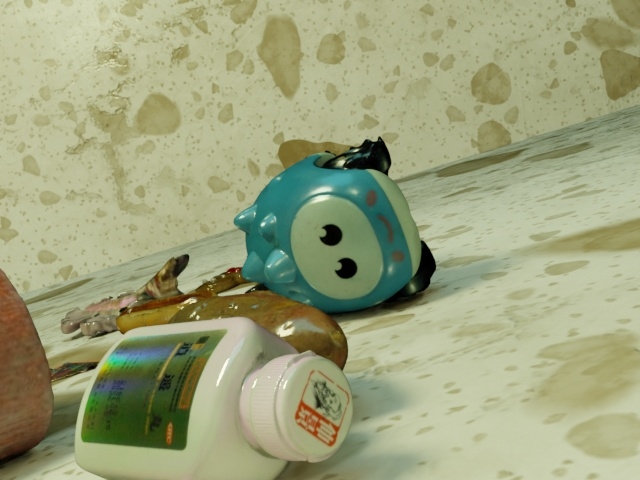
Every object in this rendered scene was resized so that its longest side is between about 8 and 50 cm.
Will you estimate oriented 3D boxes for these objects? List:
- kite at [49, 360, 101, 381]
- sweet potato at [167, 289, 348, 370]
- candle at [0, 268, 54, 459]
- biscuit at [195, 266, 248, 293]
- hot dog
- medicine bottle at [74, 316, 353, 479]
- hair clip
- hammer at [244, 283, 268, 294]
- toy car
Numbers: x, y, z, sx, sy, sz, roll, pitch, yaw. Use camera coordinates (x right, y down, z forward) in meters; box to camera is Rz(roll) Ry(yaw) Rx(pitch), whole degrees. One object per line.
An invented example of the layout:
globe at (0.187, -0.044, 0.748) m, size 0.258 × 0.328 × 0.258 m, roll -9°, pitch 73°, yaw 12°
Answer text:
kite at (-0.367, 0.184, 1.137) m, size 0.190 × 0.010 × 0.159 m, roll -18°, pitch 7°, yaw -2°
sweet potato at (-0.095, 0.101, 0.755) m, size 0.109 × 0.109 × 0.385 m, roll -21°, pitch 4°, yaw -31°
candle at (-0.387, 0.088, 0.842) m, size 0.131 × 0.287 × 0.317 m, roll -16°, pitch 1°, yaw -44°
biscuit at (-0.139, 0.058, 1.536) m, size 0.205 × 0.031 × 0.138 m, roll -23°, pitch 9°, yaw -35°
hot dog at (-0.214, 0.109, 1.180) m, size 0.188 × 0.055 × 0.072 m, roll -13°, pitch 5°, yaw 34°
medicine bottle at (-0.076, 0.112, 0.570) m, size 0.219 × 0.078 × 0.115 m, roll -11°, pitch 51°, yaw 44°
hair clip at (-0.313, 0.101, 1.418) m, size 0.300 × 0.069 × 0.173 m, roll -25°, pitch -2°, yaw 42°
hammer at (-0.073, 0.062, 1.359) m, size 0.078 × 0.021 × 0.201 m, roll -15°, pitch 7°, yaw 17°
toy car at (0.000, 0.000, 0.990) m, size 0.190 × 0.188 × 0.255 m, roll -29°, pitch 14°, yaw -26°
